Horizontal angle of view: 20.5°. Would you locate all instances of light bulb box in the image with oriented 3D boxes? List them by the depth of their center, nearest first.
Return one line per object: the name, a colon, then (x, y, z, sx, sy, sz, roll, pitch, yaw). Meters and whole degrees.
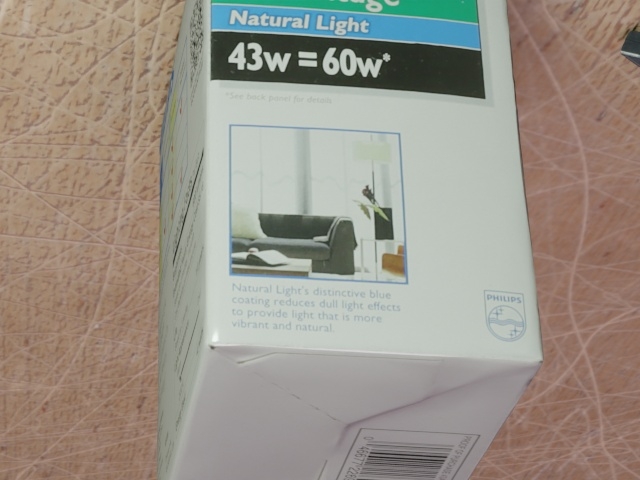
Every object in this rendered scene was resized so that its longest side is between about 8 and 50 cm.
light bulb box: (0.000, 0.000, 1.330, 0.225, 0.361, 0.358, 4, 150, -10)

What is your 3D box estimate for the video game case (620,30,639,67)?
video game case: (0.385, -0.090, 1.351, 0.196, 0.026, 0.274, 26, 177, -38)
